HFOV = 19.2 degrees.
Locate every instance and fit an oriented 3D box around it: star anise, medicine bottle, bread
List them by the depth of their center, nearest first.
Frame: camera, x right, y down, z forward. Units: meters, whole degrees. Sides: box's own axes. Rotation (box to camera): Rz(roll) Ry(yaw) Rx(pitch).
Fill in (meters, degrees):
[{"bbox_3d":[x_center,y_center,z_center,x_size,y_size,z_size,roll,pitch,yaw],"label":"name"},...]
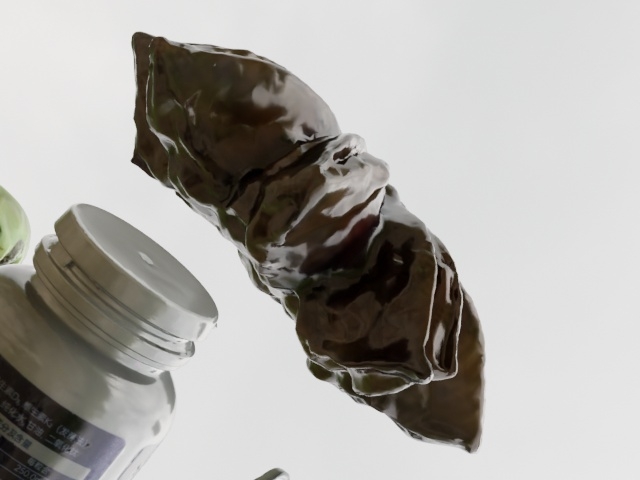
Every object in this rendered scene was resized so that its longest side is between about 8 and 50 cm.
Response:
[{"bbox_3d":[-0.132,0.082,0.814,0.191,0.107,0.107,-51,-140,9],"label":"medicine bottle"},{"bbox_3d":[-0.009,-0.008,1.083,0.108,0.315,0.315,-44,-140,-5],"label":"star anise"},{"bbox_3d":[-0.296,-0.016,1.500,0.139,0.130,0.071,29,-110,5],"label":"bread"}]

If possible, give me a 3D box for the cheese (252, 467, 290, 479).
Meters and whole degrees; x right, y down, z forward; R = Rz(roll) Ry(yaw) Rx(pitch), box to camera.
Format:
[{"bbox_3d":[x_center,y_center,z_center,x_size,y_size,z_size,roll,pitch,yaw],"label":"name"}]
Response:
[{"bbox_3d":[-0.129,0.245,1.527,0.249,0.163,0.071,-40,-125,-16],"label":"cheese"}]
